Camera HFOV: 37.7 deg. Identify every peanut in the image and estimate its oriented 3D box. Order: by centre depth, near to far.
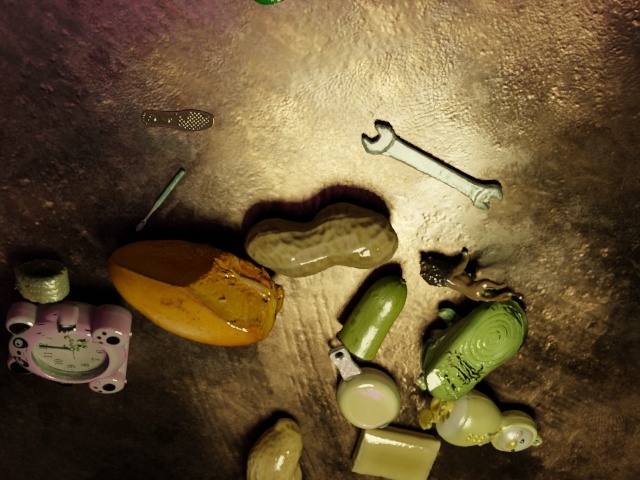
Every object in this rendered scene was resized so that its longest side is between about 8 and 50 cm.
[{"bbox_3d":[0.000,0.000,1.809,0.298,0.120,0.136,-8,97,5],"label":"peanut"},{"bbox_3d":[-0.103,0.513,2.115,0.122,0.137,0.253,30,128,35],"label":"peanut"}]

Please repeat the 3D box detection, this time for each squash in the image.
[{"bbox_3d":[0.115,0.144,1.914,0.095,0.095,0.188,24,113,-14],"label":"squash"}]

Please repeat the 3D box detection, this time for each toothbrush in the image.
[{"bbox_3d":[-0.311,-0.076,1.819,0.011,0.014,0.167,37,114,-11],"label":"toothbrush"}]

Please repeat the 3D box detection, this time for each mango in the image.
[{"bbox_3d":[-0.250,0.100,1.828,0.350,0.201,0.199,14,103,1],"label":"mango"}]

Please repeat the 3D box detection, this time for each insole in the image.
[{"bbox_3d":[-0.264,-0.224,1.739,0.135,0.002,0.045,4,120,-2],"label":"insole"}]

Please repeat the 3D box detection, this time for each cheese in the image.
[{"bbox_3d":[0.084,0.313,2.025,0.137,0.064,0.227,-27,119,11],"label":"cheese"}]

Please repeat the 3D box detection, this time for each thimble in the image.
[{"bbox_3d":[-0.557,0.080,1.871,0.110,0.084,0.062,4,119,6],"label":"thimble"}]

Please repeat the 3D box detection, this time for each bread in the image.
[{"bbox_3d":[0.167,0.483,2.129,0.178,0.060,0.139,14,119,-8],"label":"bread"}]

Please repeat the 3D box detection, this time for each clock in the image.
[{"bbox_3d":[-0.515,0.212,1.927,0.247,0.090,0.228,7,134,-9],"label":"clock"}]

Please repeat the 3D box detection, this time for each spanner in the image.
[{"bbox_3d":[0.213,-0.136,1.784,0.302,0.017,0.071,27,118,-15],"label":"spanner"}]

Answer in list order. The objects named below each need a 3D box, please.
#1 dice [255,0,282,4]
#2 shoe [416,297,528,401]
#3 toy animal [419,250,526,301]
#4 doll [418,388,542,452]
[{"bbox_3d":[-0.076,-0.465,1.522,0.120,0.128,0.131,-24,120,16],"label":"dice"},{"bbox_3d":[0.301,0.210,1.931,0.262,0.128,0.140,-47,124,-7],"label":"shoe"},{"bbox_3d":[0.304,0.078,1.873,0.219,0.086,0.069,16,145,16],"label":"toy animal"},{"bbox_3d":[0.361,0.403,2.049,0.296,0.117,0.141,22,121,-13],"label":"doll"}]
